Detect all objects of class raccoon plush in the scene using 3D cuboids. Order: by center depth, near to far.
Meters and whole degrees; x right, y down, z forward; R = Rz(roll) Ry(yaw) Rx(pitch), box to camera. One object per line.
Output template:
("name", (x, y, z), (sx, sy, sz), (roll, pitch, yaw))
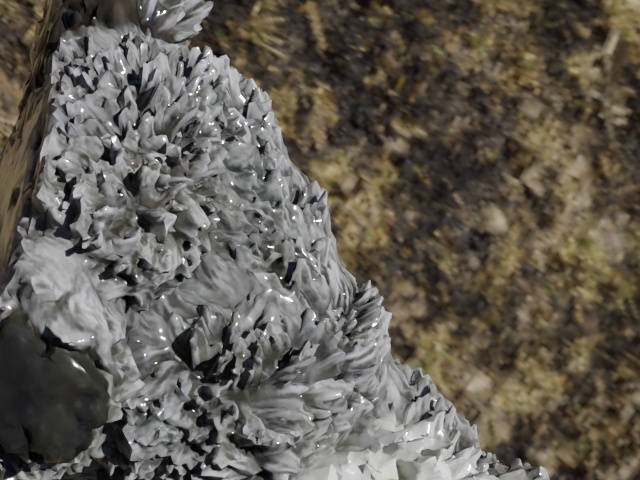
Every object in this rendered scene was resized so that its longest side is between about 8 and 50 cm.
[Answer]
("raccoon plush", (0.000, 0.000, 0.692), (0.299, 0.216, 0.446), (18, 79, -19))
